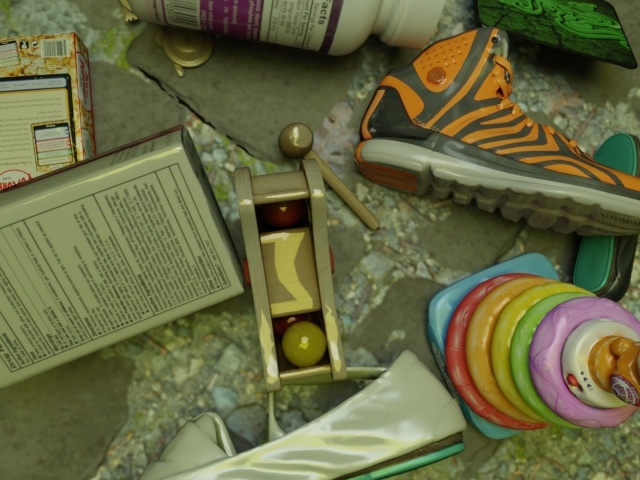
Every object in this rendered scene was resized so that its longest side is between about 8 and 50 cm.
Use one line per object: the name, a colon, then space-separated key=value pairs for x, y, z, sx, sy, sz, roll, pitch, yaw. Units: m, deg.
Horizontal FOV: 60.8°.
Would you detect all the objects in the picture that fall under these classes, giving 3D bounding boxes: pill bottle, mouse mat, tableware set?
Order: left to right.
tableware set: x=-0.140 y=-0.276 z=0.625 sx=0.168 sy=0.020 sz=0.141 roll=-33 pitch=90 yaw=-10
pill bottle: x=-0.029 y=-0.281 z=0.546 sx=0.301 sy=0.169 sz=0.170 roll=7 pitch=83 yaw=-9
mouse mat: x=0.264 y=-0.262 z=0.628 sx=0.189 sy=0.007 sz=0.153 roll=14 pitch=50 yaw=-5

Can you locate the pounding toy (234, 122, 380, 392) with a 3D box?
pounding toy: x=0.000 y=0.000 z=0.538 sx=0.154 sy=0.154 sz=0.270 roll=-8 pitch=85 yaw=-6

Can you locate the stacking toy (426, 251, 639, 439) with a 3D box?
stacking toy: x=0.221 y=0.102 z=0.472 sx=0.165 sy=0.302 sz=0.175 roll=-23 pitch=87 yaw=-8

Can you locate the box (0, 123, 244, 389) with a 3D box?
box: x=-0.206 y=0.006 z=0.506 sx=0.232 sy=0.127 sz=0.149 roll=-21 pitch=113 yaw=-5

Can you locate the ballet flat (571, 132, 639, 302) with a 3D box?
ballet flat: x=0.334 y=-0.020 z=0.621 sx=0.074 sy=0.074 sz=0.203 roll=18 pitch=76 yaw=-3

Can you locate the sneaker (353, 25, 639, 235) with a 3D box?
sneaker: x=0.206 y=-0.121 z=0.568 sx=0.320 sy=0.124 sz=0.180 roll=17 pitch=80 yaw=9

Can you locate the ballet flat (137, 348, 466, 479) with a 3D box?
ballet flat: x=-0.055 y=0.213 z=0.536 sx=0.400 sy=0.139 sz=0.139 roll=-18 pitch=85 yaw=-11

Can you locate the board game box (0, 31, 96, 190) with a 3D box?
board game box: x=-0.319 y=-0.115 z=0.577 sx=0.146 sy=0.045 sz=0.194 roll=-6 pitch=84 yaw=-6
